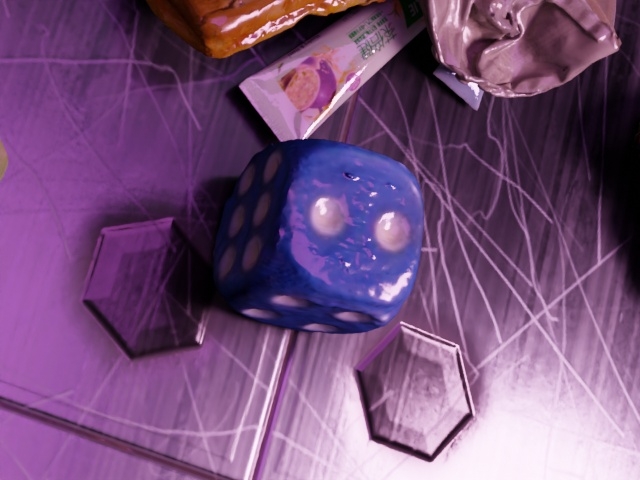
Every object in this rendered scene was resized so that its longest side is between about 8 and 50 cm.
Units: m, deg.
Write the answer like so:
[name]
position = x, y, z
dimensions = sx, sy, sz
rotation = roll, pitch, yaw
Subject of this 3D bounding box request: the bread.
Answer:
[bread]
position = -0.025, -0.247, 1.524
dimensions = 0.271, 0.077, 0.139
rotation = -27, 62, -31

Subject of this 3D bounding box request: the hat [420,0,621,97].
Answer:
[hat]
position = 0.178, -0.266, 1.608
dimensions = 0.214, 0.149, 0.244
rotation = 35, 36, -29

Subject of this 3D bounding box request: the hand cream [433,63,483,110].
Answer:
[hand cream]
position = 0.166, -0.215, 1.658
dimensions = 0.065, 0.043, 0.170
rotation = 37, 66, -28

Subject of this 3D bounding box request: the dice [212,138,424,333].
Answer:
[dice]
position = 0.000, 0.000, 1.464
dimensions = 0.146, 0.146, 0.143
rotation = 18, 70, -24

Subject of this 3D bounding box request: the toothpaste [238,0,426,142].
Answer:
[toothpaste]
position = 0.053, -0.201, 1.594
dimensions = 0.058, 0.056, 0.314
rotation = 32, 58, 30

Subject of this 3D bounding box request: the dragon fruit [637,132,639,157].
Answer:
[dragon fruit]
position = 0.467, 0.005, 1.721
dimensions = 0.282, 0.100, 0.343
rotation = -25, 102, -36

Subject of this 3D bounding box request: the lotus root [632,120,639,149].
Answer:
[lotus root]
position = 0.363, -0.120, 1.742
dimensions = 0.099, 0.049, 0.054
rotation = -31, 97, -24

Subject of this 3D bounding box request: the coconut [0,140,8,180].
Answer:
[coconut]
position = -0.383, -0.051, 1.189
dimensions = 0.328, 0.281, 0.328
rotation = 0, 85, 0
